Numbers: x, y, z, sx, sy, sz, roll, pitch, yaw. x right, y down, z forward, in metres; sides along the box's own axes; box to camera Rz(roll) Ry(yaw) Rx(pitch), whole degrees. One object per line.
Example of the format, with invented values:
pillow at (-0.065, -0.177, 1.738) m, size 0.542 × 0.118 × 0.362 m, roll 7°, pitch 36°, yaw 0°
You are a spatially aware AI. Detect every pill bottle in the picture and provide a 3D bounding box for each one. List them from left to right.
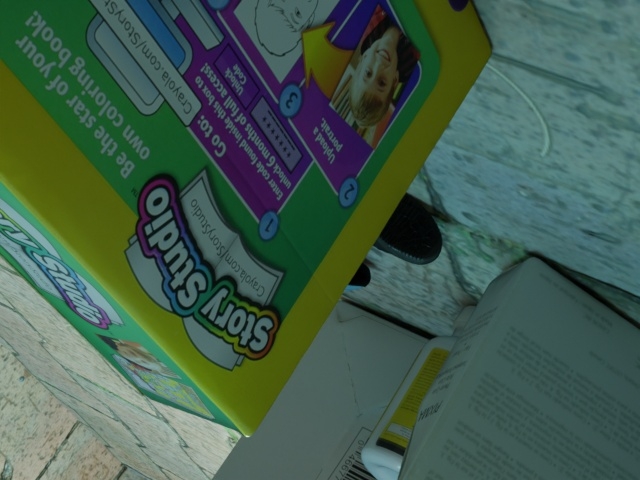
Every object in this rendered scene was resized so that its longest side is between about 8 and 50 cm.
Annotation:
pill bottle at (0.124, 0.157, 1.253) m, size 0.103 × 0.184 × 0.103 m, roll 29°, pitch 160°, yaw 12°

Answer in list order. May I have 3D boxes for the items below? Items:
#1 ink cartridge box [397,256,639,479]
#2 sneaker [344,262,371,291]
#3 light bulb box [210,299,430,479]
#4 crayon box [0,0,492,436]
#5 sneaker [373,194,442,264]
ink cartridge box at (0.195, 0.252, 1.064) m, size 0.308 × 0.385 × 0.091 m, roll 35°, pitch 158°, yaw -4°
sneaker at (0.000, 0.000, 1.290) m, size 0.073 × 0.063 × 0.162 m, roll 1°, pitch 152°, yaw 34°
light bulb box at (0.060, 0.327, 1.495) m, size 0.225 × 0.358 × 0.361 m, roll 24°, pitch 159°, yaw 33°
crayon box at (-0.070, -0.116, 0.723) m, size 0.106 × 0.313 × 0.363 m, roll 17°, pitch 155°, yaw 38°
sneaker at (0.035, -0.022, 1.179) m, size 0.170 × 0.051 × 0.089 m, roll 34°, pitch 161°, yaw 14°
